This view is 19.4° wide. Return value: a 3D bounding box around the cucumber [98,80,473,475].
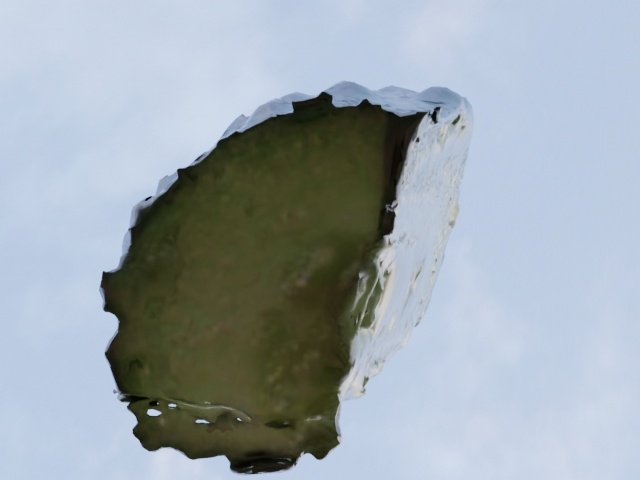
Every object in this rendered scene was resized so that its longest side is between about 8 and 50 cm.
[{"bbox_3d":[-0.001,-0.003,0.775,0.105,0.325,0.145,17,-84,9],"label":"cucumber"}]
